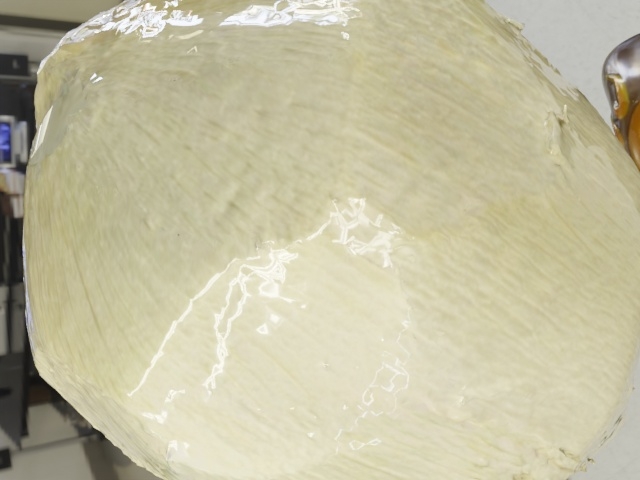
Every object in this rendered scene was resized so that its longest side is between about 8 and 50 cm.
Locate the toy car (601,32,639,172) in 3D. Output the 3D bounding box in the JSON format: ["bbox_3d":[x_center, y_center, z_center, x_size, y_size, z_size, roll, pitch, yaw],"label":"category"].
[{"bbox_3d":[0.380,-0.172,0.765,0.240,0.271,0.340,-20,45,31],"label":"toy car"}]

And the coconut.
[{"bbox_3d":[0.000,0.000,0.513,0.346,0.360,0.346,-36,35,31],"label":"coconut"}]

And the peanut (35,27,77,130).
[{"bbox_3d":[-0.450,-0.271,1.571,0.110,0.120,0.236,26,104,54],"label":"peanut"}]
